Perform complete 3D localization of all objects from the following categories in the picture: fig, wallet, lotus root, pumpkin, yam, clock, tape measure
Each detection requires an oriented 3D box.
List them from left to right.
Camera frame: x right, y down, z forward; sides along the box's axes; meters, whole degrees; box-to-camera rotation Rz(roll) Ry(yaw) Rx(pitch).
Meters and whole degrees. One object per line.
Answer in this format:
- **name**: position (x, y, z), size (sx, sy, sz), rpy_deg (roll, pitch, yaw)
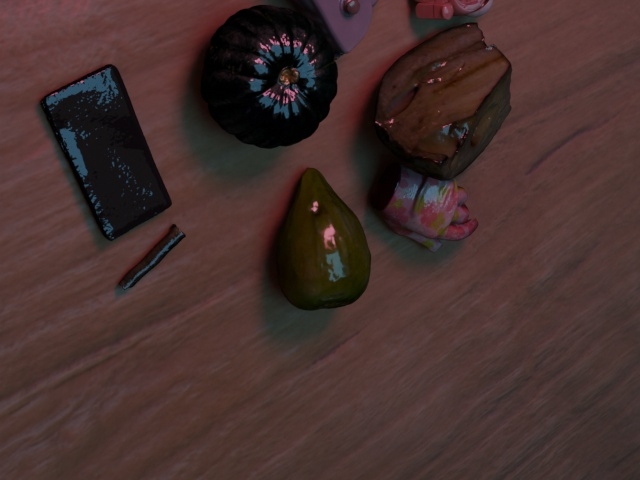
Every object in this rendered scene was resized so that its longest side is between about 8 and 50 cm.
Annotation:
- **wallet**: position (-0.316, -0.130, 1.562), size (0.124, 0.025, 0.244), rpy_deg (-32, 118, -23)
- **yam**: position (-0.268, 0.028, 1.644), size (0.129, 0.033, 0.027), rpy_deg (-44, 151, -11)
- **pumpkin**: position (-0.079, -0.251, 1.608), size (0.221, 0.162, 0.220), rpy_deg (-3, 98, -25)
- **fig**: position (0.011, 0.012, 1.748), size (0.167, 0.167, 0.233), rpy_deg (-6, 115, -33)
- **tape measure**: position (0.026, -0.438, 1.650), size (0.197, 0.120, 0.236), rpy_deg (-45, 129, -9)
- **lotus root**: position (0.216, -0.230, 1.829), size (0.314, 0.210, 0.142), rpy_deg (-38, 158, -25)
- **clock**: position (0.233, -0.465, 1.813), size (0.162, 0.093, 0.165), rpy_deg (-21, 115, -38)

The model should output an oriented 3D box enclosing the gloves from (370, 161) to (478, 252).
- **gloves**: position (0.207, -0.058, 1.890), size (0.241, 0.126, 0.145), rpy_deg (19, 87, -28)
